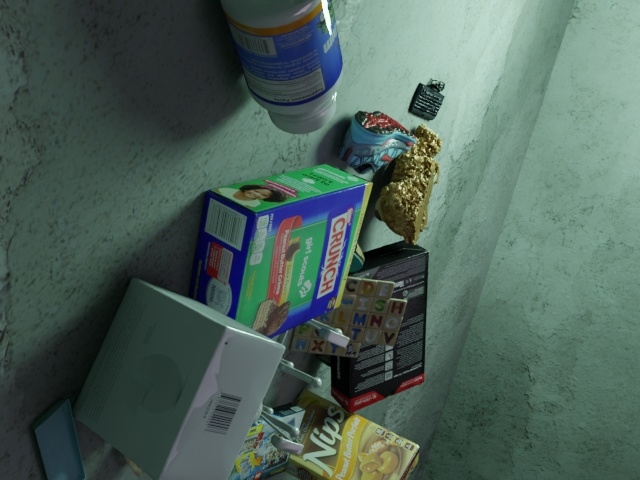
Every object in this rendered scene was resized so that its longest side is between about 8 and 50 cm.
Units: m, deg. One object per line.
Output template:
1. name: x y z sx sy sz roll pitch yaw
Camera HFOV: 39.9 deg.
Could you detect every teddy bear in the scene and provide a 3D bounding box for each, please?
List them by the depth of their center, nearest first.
1. teddy bear: 0.212 -0.136 2.100 0.245 0.113 0.337 74 30 -56

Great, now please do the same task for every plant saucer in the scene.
1. plant saucer: -0.380 0.310 1.280 0.067 0.018 0.192 -46 150 -42

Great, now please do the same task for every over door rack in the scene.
1. over door rack: -0.035 0.277 1.743 0.239 0.108 0.324 -67 -165 -3

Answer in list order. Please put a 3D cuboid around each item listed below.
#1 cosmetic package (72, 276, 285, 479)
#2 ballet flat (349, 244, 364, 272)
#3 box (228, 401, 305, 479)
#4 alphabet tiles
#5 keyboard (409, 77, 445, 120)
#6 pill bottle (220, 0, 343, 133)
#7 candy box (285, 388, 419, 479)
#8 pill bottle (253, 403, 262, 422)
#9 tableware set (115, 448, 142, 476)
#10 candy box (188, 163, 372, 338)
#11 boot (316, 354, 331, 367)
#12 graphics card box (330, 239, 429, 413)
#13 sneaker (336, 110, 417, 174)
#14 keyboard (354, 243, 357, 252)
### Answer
1. cosmetic package: -0.206 0.202 1.263 0.138 0.225 0.224 27 86 -50
2. ballet flat: 0.032 -0.005 1.870 0.073 0.067 0.206 -24 142 6
3. box: -0.135 0.449 1.912 0.233 0.044 0.159 0 112 -58
4. alphabet tiles: 0.067 0.172 1.956 0.009 0.237 0.198 -112 -147 -64
5. keyboard: 0.275 -0.344 2.146 0.192 0.038 0.100 -4 115 -67
6. pill bottle: -0.047 -0.282 1.294 0.152 0.152 0.272 -58 157 -22
7. candy box: 0.049 0.500 2.063 0.183 0.317 0.087 -51 154 -34
8. pill bottle: -0.167 0.290 1.663 0.087 0.087 0.160 -58 156 -23
9. tableware set: -0.292 0.294 1.441 0.128 0.039 0.194 -43 146 -24
10. candy box: -0.070 0.024 1.531 0.317 0.122 0.268 -21 130 -51
11. boot: 0.052 0.196 2.128 0.208 0.076 0.189 -52 149 -13
12. graphics card box: 0.137 0.200 2.079 0.233 0.094 0.370 -17 120 -28
13. sneaker: 0.108 -0.201 1.853 0.125 0.104 0.262 -56 158 19
14. keyboard: 0.000 0.000 1.767 0.202 0.033 0.317 -23 140 -20
